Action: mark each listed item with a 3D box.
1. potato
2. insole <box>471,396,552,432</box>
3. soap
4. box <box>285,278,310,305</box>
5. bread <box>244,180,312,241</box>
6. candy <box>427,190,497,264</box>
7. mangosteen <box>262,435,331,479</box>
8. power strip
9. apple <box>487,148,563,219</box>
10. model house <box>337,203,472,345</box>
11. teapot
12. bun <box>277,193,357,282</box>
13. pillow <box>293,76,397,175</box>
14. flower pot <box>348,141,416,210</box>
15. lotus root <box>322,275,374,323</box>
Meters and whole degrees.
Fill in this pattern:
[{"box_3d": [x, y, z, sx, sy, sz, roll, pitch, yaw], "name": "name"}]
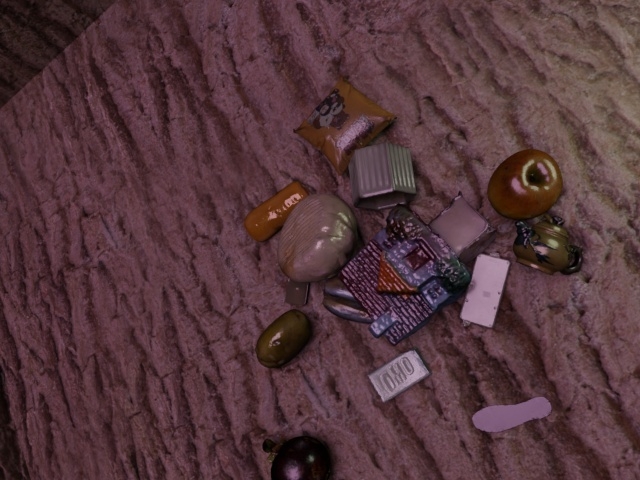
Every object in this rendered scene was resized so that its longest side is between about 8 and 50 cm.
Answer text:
[{"box_3d": [-0.137, 0.374, 1.826, 0.228, 0.197, 0.148, -34, 72, -23], "name": "potato"}, {"box_3d": [0.623, 0.569, 1.588, 0.253, 0.005, 0.086, -21, 75, 18], "name": "insole"}, {"box_3d": [0.278, 0.470, 1.710, 0.198, 0.063, 0.114, -37, 68, 12], "name": "soap"}, {"box_3d": [-0.087, 0.191, 1.919, 0.091, 0.031, 0.125, 4, 82, 22], "name": "box"}, {"box_3d": [-0.174, -0.121, 1.976, 0.305, 0.091, 0.141, -35, 76, 14], "name": "bread"}, {"box_3d": [0.479, -0.034, 1.655, 0.185, 0.137, 0.195, -44, 54, 7], "name": "candy"}, {"box_3d": [-0.103, 0.793, 1.723, 0.289, 0.231, 0.231, 14, 87, 28], "name": "mangosteen"}, {"box_3d": [0.559, 0.172, 1.657, 0.118, 0.046, 0.270, 15, 86, 20], "name": "power strip"}, {"box_3d": [0.665, -0.179, 1.605, 0.237, 0.207, 0.236, 0, 79, 2], "name": "apple"}, {"box_3d": [0.240, 0.124, 1.612, 0.339, 0.297, 0.360, -36, 71, -7], "name": "model house"}, {"box_3d": [0.727, 0.012, 1.551, 0.270, 0.173, 0.182, 20, 94, -9], "name": "teapot"}, {"box_3d": [0.000, 0.000, 1.805, 0.365, 0.219, 0.364, -39, 35, 35], "name": "bun"}, {"box_3d": [0.087, -0.454, 1.908, 0.310, 0.119, 0.312, -46, 67, 5], "name": "pillow"}, {"box_3d": [0.220, -0.227, 1.768, 0.210, 0.239, 0.189, -4, 78, -8], "name": "flower pot"}, {"box_3d": [0.160, 0.223, 1.760, 0.323, 0.140, 0.157, 16, 108, 15], "name": "lotus root"}]
